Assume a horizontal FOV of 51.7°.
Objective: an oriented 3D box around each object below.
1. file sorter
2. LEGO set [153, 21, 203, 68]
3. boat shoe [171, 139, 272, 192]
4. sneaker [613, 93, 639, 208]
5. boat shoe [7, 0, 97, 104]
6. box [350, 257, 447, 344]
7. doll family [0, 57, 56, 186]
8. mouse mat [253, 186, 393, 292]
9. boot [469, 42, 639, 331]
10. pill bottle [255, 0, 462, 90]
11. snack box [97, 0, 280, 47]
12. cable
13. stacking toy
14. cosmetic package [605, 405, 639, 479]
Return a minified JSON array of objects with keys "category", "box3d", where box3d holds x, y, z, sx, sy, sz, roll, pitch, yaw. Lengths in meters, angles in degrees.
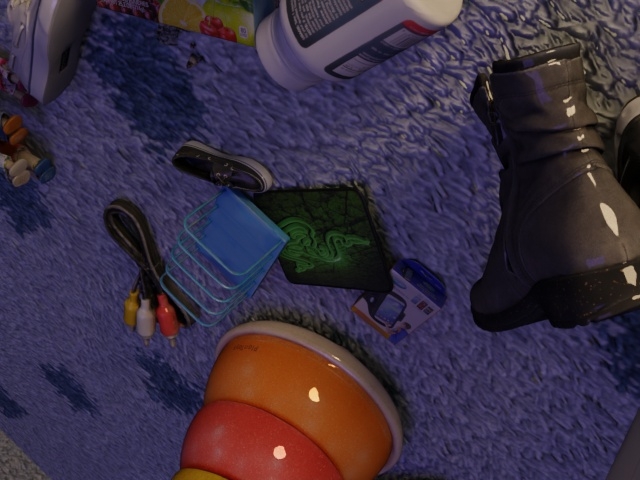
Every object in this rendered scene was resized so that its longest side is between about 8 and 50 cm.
[{"category":"file sorter","box3d":[-0.142,0.028,0.928,0.118,0.104,0.170,42,140,5]},{"category":"LEGO set","box3d":[-0.174,-0.239,0.778,0.083,0.023,0.054,44,139,-7]},{"category":"boat shoe","box3d":[-0.131,-0.090,0.871,0.142,0.040,0.049,21,137,19]},{"category":"sneaker","box3d":[0.298,-0.005,0.580,0.078,0.106,0.234,-4,124,24]},{"category":"boat shoe","box3d":[-0.348,-0.270,0.822,0.084,0.095,0.258,39,139,-7]},{"category":"box","box3d":[0.104,0.079,0.866,0.081,0.028,0.136,39,142,1]},{"category":"doll family","box3d":[-0.524,-0.181,1.012,0.163,0.118,0.263,28,139,12]},{"category":"mouse mat","box3d":[0.000,0.000,0.864,0.189,0.007,0.153,2,123,42]},{"category":"boot","box3d":[0.198,-0.036,0.620,0.338,0.118,0.223,115,139,-79]},{"category":"pill bottle","box3d":[0.026,-0.207,0.598,0.180,0.108,0.108,-17,115,44]},{"category":"snack box","box3d":[-0.139,-0.306,0.656,0.207,0.070,0.175,20,134,18]},{"category":"cable","box3d":[-0.290,0.070,1.110,0.139,0.072,0.287,13,133,19]},{"category":"stacking toy","box3d":[-0.120,0.385,0.962,0.350,0.480,0.351,20,137,21]},{"category":"cosmetic package","box3d":[0.405,0.195,0.367,0.329,0.328,0.393,24,-177,5]}]
